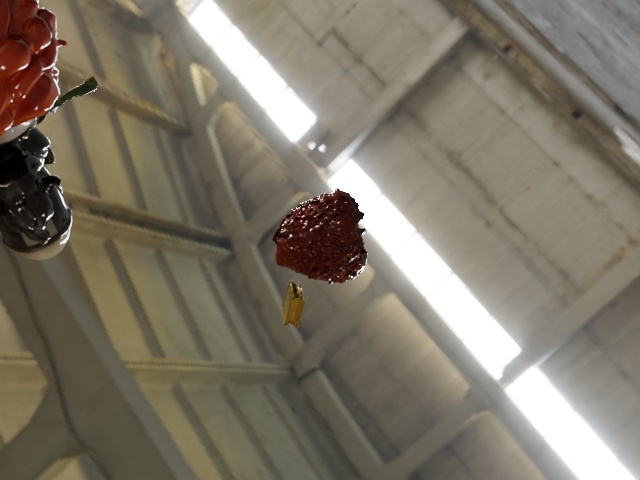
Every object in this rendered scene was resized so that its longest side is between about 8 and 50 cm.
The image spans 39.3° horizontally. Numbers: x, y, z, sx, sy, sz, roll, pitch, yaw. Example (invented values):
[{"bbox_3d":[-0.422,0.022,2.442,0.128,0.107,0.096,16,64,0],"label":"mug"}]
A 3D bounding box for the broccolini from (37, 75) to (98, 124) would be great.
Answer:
[{"bbox_3d":[-0.538,-0.261,1.818,0.071,0.057,0.254,12,-145,33],"label":"broccolini"}]

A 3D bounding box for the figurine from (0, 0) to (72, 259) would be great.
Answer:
[{"bbox_3d":[-0.426,-0.155,1.151,0.306,0.241,0.411,-112,14,-45],"label":"figurine"}]

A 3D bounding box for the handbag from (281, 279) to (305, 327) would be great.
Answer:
[{"bbox_3d":[-0.051,0.113,1.611,0.027,0.061,0.083,9,-156,-12],"label":"handbag"}]

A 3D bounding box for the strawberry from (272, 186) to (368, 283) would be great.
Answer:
[{"bbox_3d":[0.000,0.000,1.815,0.202,0.186,0.184,-17,-120,-24],"label":"strawberry"}]
